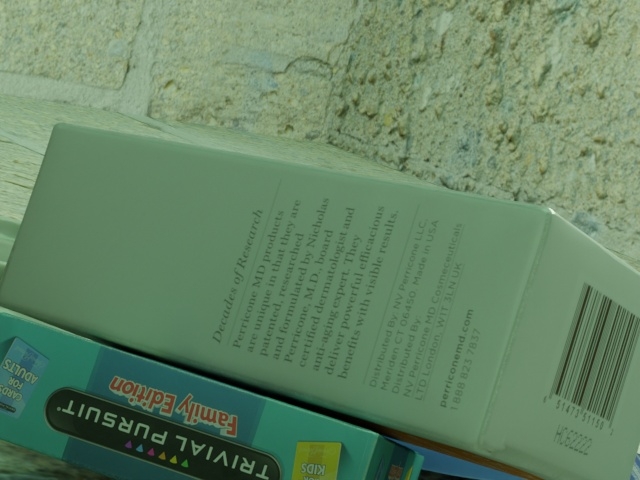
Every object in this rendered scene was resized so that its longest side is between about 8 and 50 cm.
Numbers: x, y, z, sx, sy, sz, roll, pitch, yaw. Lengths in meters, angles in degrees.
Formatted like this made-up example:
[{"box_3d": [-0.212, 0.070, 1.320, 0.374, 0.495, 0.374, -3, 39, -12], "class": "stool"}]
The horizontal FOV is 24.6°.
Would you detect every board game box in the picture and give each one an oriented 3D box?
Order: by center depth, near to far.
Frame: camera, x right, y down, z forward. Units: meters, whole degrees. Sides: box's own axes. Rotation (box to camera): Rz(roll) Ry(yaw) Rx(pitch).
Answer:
[{"box_3d": [-0.071, 0.143, 1.037, 0.253, 0.079, 0.336, 16, -7, 12], "class": "board game box"}]

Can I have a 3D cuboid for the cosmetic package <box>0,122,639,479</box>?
[{"box_3d": [0.002, 0.046, 1.091, 0.453, 0.161, 0.230, 13, -9, 38], "class": "cosmetic package"}]

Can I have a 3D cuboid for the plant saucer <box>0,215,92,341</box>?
[{"box_3d": [-0.325, 0.043, 1.433, 0.400, 0.101, 0.400, 15, 10, -3], "class": "plant saucer"}]

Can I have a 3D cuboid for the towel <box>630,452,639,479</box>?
[{"box_3d": [0.184, 0.210, 1.474, 0.336, 0.040, 0.243, 16, 7, 0], "class": "towel"}]

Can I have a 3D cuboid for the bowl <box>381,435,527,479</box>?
[{"box_3d": [0.080, 0.127, 1.387, 0.391, 0.077, 0.391, 13, 6, -1], "class": "bowl"}]
